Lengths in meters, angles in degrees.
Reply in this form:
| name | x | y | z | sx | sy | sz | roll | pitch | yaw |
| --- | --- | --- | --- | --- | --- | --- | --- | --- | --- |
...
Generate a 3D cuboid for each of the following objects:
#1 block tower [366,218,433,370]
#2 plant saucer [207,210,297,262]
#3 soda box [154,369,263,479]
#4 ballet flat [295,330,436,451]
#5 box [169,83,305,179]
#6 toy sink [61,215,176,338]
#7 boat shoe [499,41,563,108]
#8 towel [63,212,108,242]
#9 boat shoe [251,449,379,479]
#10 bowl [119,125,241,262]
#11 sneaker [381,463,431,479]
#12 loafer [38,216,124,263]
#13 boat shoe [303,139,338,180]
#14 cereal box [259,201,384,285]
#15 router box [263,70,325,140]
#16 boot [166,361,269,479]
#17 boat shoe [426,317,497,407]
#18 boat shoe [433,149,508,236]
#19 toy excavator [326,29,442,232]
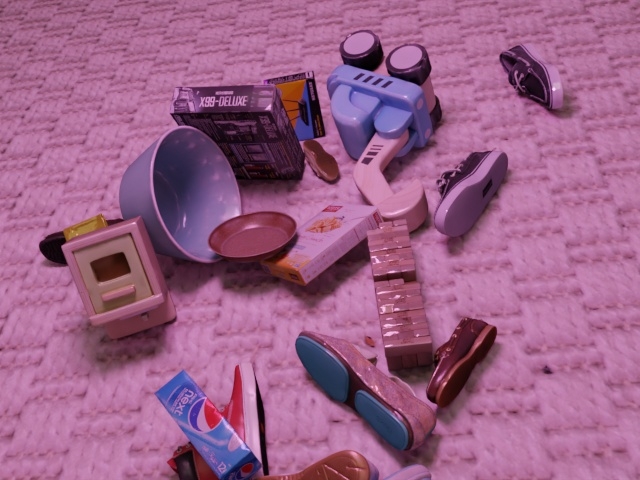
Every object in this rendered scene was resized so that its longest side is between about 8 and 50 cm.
| name | x | y | z | sx | sy | sz | roll | pitch | yaw |
| --- | --- | --- | --- | --- | --- | --- | --- | --- | --- |
| block tower | 0.154 | 0.107 | 1.468 | 0.090 | 0.097 | 0.335 | -9 | 42 | 4 |
| plant saucer | -0.146 | -0.003 | 1.609 | 0.198 | 0.036 | 0.199 | -8 | 30 | 5 |
| soda box | -0.189 | 0.317 | 1.233 | 0.067 | 0.071 | 0.210 | -40 | 53 | -15 |
| ballet flat | 0.084 | 0.260 | 1.335 | 0.106 | 0.108 | 0.316 | -19 | 45 | -37 |
| box | -0.188 | -0.250 | 1.757 | 0.242 | 0.307 | 0.077 | 1 | 65 | 14 |
| toy sink | -0.400 | 0.088 | 1.484 | 0.152 | 0.234 | 0.131 | -18 | 11 | -6 |
| boat shoe | 0.545 | -0.429 | 1.924 | 0.102 | 0.108 | 0.301 | -11 | 41 | 1 |
| towel | -0.503 | 0.051 | 1.665 | 0.102 | 0.021 | 0.237 | -23 | 65 | -12 |
| boat shoe | -0.030 | 0.422 | 1.186 | 0.277 | 0.096 | 0.098 | -24 | 57 | 17 |
| bowl | -0.333 | -0.089 | 1.666 | 0.163 | 0.311 | 0.312 | -12 | 39 | 30 |
| sneaker | 0.096 | 0.488 | 1.080 | 0.319 | 0.127 | 0.208 | -28 | 61 | -32 |
| loafer | -0.559 | -0.003 | 1.762 | 0.220 | 0.080 | 0.078 | -10 | 33 | -5 |
| boat shoe | -0.001 | -0.195 | 1.856 | 0.056 | 0.048 | 0.153 | -19 | 49 | -24 |
| cereal box | 0.000 | 0.000 | 1.603 | 0.240 | 0.047 | 0.173 | -38 | 25 | -24 |
| router box | -0.066 | -0.345 | 1.921 | 0.133 | 0.179 | 0.046 | -10 | 41 | 4 |
| boot | -0.189 | 0.334 | 1.316 | 0.176 | 0.088 | 0.244 | -11 | 47 | 4 |
| boat shoe | 0.245 | 0.220 | 1.347 | 0.073 | 0.073 | 0.207 | 21 | 45 | 32 |
| boat shoe | 0.314 | -0.117 | 1.650 | 0.105 | 0.113 | 0.306 | 14 | 46 | 33 |
| toy excavator | 0.146 | -0.251 | 1.790 | 0.433 | 0.222 | 0.445 | 25 | 68 | 32 |
